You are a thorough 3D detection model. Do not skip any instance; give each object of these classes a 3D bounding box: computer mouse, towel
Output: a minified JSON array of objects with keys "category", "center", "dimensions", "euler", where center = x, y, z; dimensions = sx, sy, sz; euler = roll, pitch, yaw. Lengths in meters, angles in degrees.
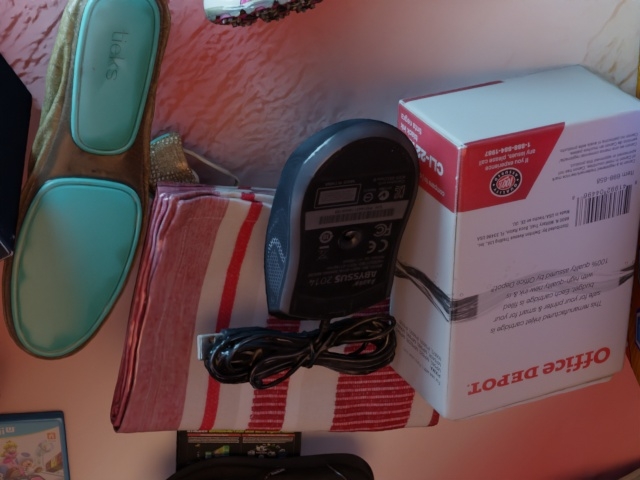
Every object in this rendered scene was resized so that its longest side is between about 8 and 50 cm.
[{"category":"computer mouse","center":[0.000,0.000,1.632],"dimensions":[0.188,0.072,0.272],"euler":[-2,127,-26]},{"category":"towel","center":[-0.015,0.069,1.714],"dimensions":[0.329,0.037,0.237],"euler":[3,112,-25]}]

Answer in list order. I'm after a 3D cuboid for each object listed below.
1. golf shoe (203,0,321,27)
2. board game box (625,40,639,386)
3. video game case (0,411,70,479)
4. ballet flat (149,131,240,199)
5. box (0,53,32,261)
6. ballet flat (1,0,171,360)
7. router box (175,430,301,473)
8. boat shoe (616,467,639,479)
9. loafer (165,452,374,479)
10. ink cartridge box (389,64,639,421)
[{"category":"golf shoe","center":[-0.018,-0.239,1.609],"dimensions":[0.186,0.067,0.086],"euler":[-21,86,11]},{"category":"board game box","center":[0.473,0.006,1.607],"dimensions":[0.356,0.356,0.357],"euler":[-2,118,-4]},{"category":"video game case","center":[-0.305,0.244,1.860],"dimensions":[0.119,0.015,0.166],"euler":[-3,118,-3]},{"category":"ballet flat","center":[-0.086,-0.020,1.711],"dimensions":[0.067,0.073,0.206],"euler":[-45,117,2]},{"category":"box","center":[-0.409,-0.052,1.533],"dimensions":[0.294,0.296,0.183],"euler":[-30,117,10]},{"category":"ballet flat","center":[-0.205,-0.072,1.628],"dimensions":[0.116,0.124,0.342],"euler":[6,105,-17]},{"category":"router box","center":[-0.080,0.209,1.847],"dimensions":[0.122,0.038,0.092],"euler":[1,119,-6]},{"category":"boat shoe","center":[0.332,0.273,1.910],"dimensions":[0.233,0.084,0.079],"euler":[-16,157,-4]},{"category":"loafer","center":[-0.056,0.252,1.805],"dimensions":[0.220,0.078,0.080],"euler":[-10,120,0]},{"category":"ink cartridge box","center":[0.173,0.002,1.683],"dimensions":[0.197,0.114,0.273],"euler":[-13,120,-25]}]
